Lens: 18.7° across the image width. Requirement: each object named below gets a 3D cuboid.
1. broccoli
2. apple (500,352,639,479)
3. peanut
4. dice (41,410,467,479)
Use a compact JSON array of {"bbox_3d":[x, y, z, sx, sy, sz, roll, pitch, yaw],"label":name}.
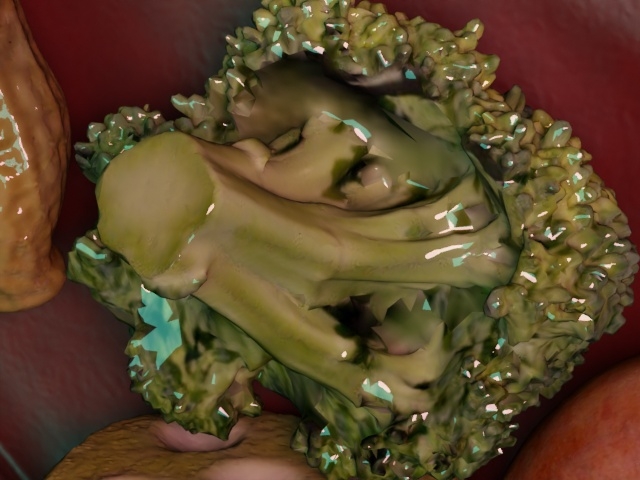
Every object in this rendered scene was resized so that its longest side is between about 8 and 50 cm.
[{"bbox_3d":[0.005,-0.007,0.996,0.288,0.235,0.260,-32,124,23],"label":"broccoli"},{"bbox_3d":[0.210,0.165,0.989,0.253,0.253,0.253,3,104,14],"label":"apple"},{"bbox_3d":[-0.198,-0.074,1.053,0.110,0.197,0.233,-29,101,-18],"label":"peanut"},{"bbox_3d":[-0.041,0.238,1.048,0.233,0.227,0.238,8,109,15],"label":"dice"}]
